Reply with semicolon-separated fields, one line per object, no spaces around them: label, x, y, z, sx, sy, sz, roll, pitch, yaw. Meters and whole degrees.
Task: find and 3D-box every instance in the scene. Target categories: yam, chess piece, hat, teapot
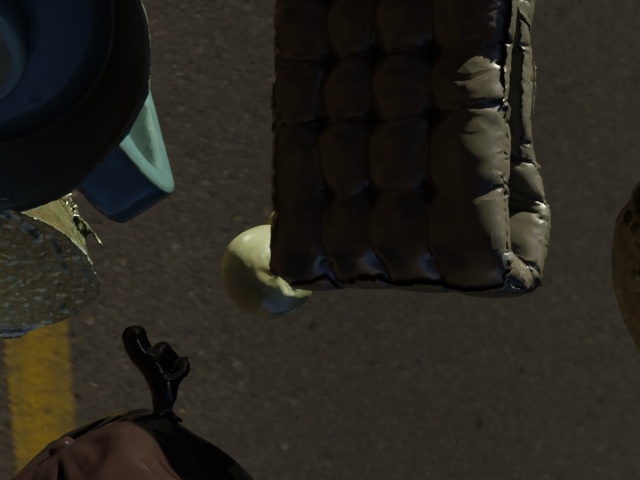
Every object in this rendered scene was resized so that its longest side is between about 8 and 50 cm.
yam;-0.357;-0.094;1.263;0.241;0.241;0.348;14;49;-44
chess piece;0.000;0.000;1.385;0.243;0.133;0.133;-33;120;-37
hat;-0.185;0.208;1.057;0.238;0.336;0.209;-30;87;-16
teapot;-0.134;-0.113;0.534;0.171;0.225;0.203;-32;126;11

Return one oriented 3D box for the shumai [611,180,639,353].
shumai;0.503;0.010;1.322;0.323;0.324;0.397;-41;123;-30

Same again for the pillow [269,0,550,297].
pillow;0.067;-0.122;1.000;0.101;0.228;0.326;8;84;-56
